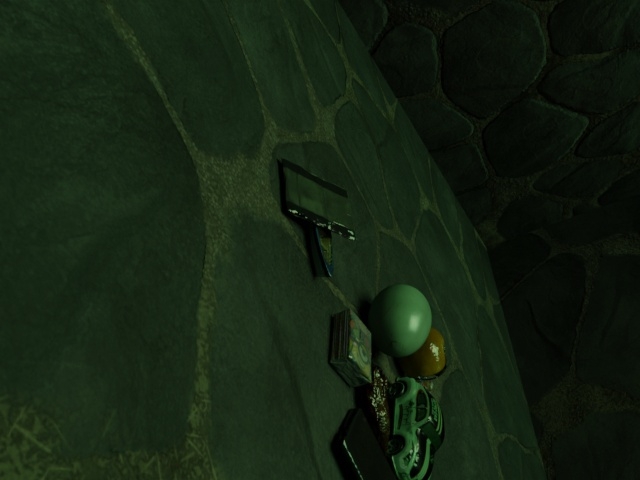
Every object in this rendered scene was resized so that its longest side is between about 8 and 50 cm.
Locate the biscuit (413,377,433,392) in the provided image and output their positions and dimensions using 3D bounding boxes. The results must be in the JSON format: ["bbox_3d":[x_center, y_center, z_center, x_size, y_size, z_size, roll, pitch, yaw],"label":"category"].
[{"bbox_3d":[0.290,0.379,1.854,0.204,0.031,0.138,65,22,-5],"label":"biscuit"}]

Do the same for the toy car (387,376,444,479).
[{"bbox_3d":[0.240,0.470,1.525,0.136,0.125,0.305,58,22,-25],"label":"toy car"}]

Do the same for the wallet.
[{"bbox_3d":[0.122,0.527,1.304,0.320,0.044,0.170,64,21,-3],"label":"wallet"}]

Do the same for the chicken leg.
[{"bbox_3d":[0.127,0.376,1.433,0.105,0.063,0.233,37,39,-45],"label":"chicken leg"}]

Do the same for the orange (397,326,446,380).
[{"bbox_3d":[0.285,0.311,1.748,0.170,0.160,0.112,32,-17,24],"label":"orange"}]

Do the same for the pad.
[{"bbox_3d":[-0.003,-0.101,1.525,0.233,0.022,0.174,25,44,-39],"label":"pad"}]

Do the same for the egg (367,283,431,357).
[{"bbox_3d":[0.209,0.212,1.628,0.168,0.168,0.230,60,27,-21],"label":"egg"}]

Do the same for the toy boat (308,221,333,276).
[{"bbox_3d":[0.000,0.000,1.503,0.080,0.046,0.228,45,32,-47],"label":"toy boat"}]

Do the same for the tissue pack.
[{"bbox_3d":[0.073,0.248,1.424,0.108,0.060,0.148,55,26,-34],"label":"tissue pack"}]

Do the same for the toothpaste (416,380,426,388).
[{"bbox_3d":[0.270,0.474,1.705,0.047,0.040,0.196,60,22,-25],"label":"toothpaste"}]
